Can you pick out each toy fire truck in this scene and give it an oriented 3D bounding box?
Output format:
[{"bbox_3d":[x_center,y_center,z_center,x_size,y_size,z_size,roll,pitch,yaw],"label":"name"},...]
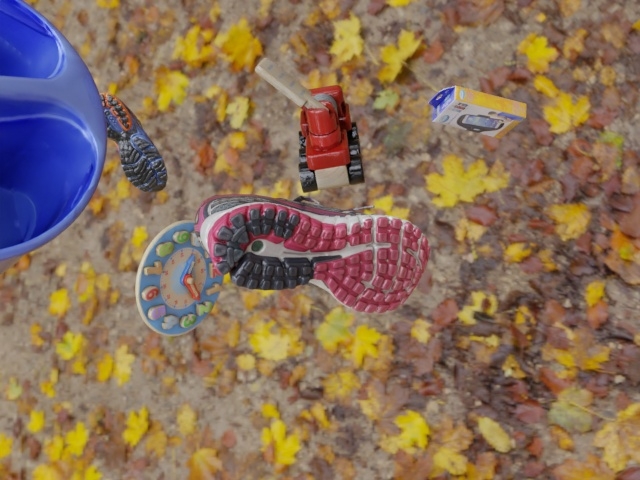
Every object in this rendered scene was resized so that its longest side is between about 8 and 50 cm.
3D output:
[{"bbox_3d":[-0.016,-0.236,1.552,0.158,0.246,0.217,-8,32,5],"label":"toy fire truck"}]

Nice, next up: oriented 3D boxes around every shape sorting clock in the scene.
[{"bbox_3d":[-0.238,0.066,1.466,0.040,0.206,0.206,11,88,32],"label":"shape sorting clock"}]

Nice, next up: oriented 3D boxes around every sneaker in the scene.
[{"bbox_3d":[-0.363,-0.195,1.642,0.083,0.087,0.221,-24,110,8],"label":"sneaker"},{"bbox_3d":[0.000,0.000,0.974,0.112,0.299,0.121,39,111,56],"label":"sneaker"}]

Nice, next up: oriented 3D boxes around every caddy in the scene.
[{"bbox_3d":[-0.331,-0.076,0.617,0.179,0.341,0.241,-29,78,50],"label":"caddy"}]

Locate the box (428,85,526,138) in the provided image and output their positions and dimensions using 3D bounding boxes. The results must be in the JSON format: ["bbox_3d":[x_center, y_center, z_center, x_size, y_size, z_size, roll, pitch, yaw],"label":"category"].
[{"bbox_3d":[0.235,-0.197,1.291,0.081,0.136,0.028,135,142,-66],"label":"box"}]
